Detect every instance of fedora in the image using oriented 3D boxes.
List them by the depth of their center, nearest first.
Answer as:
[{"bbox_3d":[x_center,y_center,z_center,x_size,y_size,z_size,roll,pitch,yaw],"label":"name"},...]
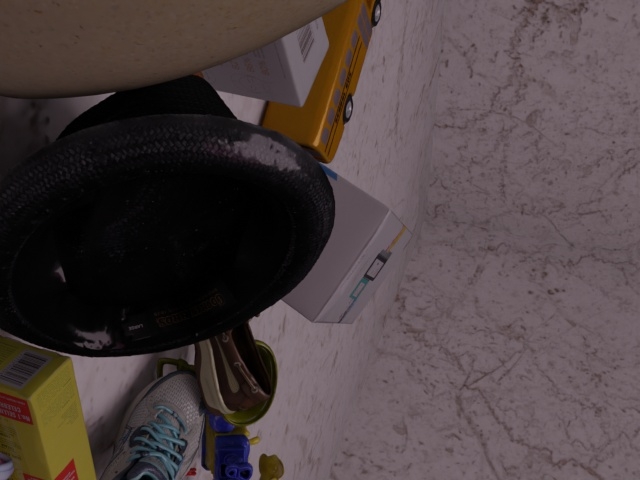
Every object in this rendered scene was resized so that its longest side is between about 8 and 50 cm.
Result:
[{"bbox_3d":[-0.154,-0.031,0.639,0.334,0.334,0.152,78,-4,-58],"label":"fedora"}]

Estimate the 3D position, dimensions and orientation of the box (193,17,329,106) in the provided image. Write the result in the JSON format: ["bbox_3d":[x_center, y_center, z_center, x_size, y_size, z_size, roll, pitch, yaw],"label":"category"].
[{"bbox_3d":[-0.092,-0.228,0.766,0.130,0.171,0.091,71,37,-63],"label":"box"}]

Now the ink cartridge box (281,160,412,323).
[{"bbox_3d":[0.000,0.000,1.152,0.197,0.198,0.270,-56,165,2],"label":"ink cartridge box"}]

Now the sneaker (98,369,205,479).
[{"bbox_3d":[-0.198,0.270,0.850,0.122,0.110,0.283,-39,-160,48],"label":"sneaker"}]

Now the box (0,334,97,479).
[{"bbox_3d":[-0.266,0.199,0.678,0.058,0.087,0.232,-55,155,-52],"label":"box"}]

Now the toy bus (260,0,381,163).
[{"bbox_3d":[0.006,-0.297,1.184,0.130,0.108,0.332,40,65,-71],"label":"toy bus"}]

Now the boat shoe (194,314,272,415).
[{"bbox_3d":[-0.121,0.093,0.931,0.095,0.095,0.257,-42,118,-72],"label":"boat shoe"}]

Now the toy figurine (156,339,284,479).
[{"bbox_3d":[-0.170,0.300,1.111,0.217,0.191,0.362,-144,-127,-72],"label":"toy figurine"}]

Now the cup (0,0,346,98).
[{"bbox_3d":[-0.091,-0.247,0.458,0.331,0.237,0.330,8,90,-74],"label":"cup"}]

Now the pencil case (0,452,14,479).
[{"bbox_3d":[-0.315,0.271,0.509,0.124,0.114,0.273,137,-30,-77],"label":"pencil case"}]
